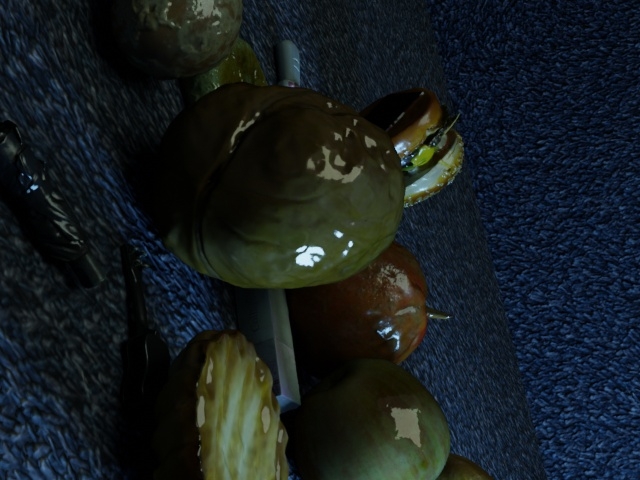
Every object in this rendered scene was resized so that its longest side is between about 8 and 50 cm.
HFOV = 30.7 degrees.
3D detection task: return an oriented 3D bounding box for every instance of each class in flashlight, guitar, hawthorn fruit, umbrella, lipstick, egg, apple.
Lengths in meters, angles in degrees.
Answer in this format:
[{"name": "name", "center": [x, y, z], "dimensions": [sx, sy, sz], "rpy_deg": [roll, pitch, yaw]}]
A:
[{"name": "flashlight", "center": [-0.063, -0.352, 2.497], "dimensions": [0.093, 0.047, 0.200], "rpy_deg": [47, 29, -46]}, {"name": "guitar", "center": [-0.235, 0.117, 1.559], "dimensions": [0.084, 0.038, 0.271], "rpy_deg": [44, 31, -55]}, {"name": "hawthorn fruit", "center": [0.081, 0.107, 2.019], "dimensions": [0.277, 0.298, 0.277], "rpy_deg": [5, 90, -80]}, {"name": "umbrella", "center": [-0.337, -0.036, 1.419], "dimensions": [0.066, 0.059, 0.236], "rpy_deg": [-52, 124, -43]}, {"name": "lipstick", "center": [-0.092, 0.124, 1.894], "dimensions": [0.068, 0.066, 0.317], "rpy_deg": [42, 33, -54]}, {"name": "egg", "center": [-0.228, -0.352, 1.826], "dimensions": [0.203, 0.203, 0.245], "rpy_deg": [65, 30, -11]}, {"name": "apple", "center": [0.073, 0.317, 1.881], "dimensions": [0.234, 0.257, 0.257], "rpy_deg": [52, 21, -6]}]

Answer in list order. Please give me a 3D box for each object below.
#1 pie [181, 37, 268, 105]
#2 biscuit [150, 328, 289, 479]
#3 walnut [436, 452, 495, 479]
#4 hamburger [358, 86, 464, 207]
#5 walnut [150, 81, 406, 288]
[{"name": "pie", "center": [-0.149, -0.233, 2.116], "dimensions": [0.323, 0.070, 0.323], "rpy_deg": [-16, 90, -71]}, {"name": "biscuit", "center": [-0.131, 0.277, 1.519], "dimensions": [0.326, 0.107, 0.326], "rpy_deg": [-10, 90, -76]}, {"name": "walnut", "center": [0.283, 0.540, 2.291], "dimensions": [0.203, 0.203, 0.298], "rpy_deg": [8, 59, -69]}, {"name": "hamburger", "center": [0.197, -0.208, 2.725], "dimensions": [0.225, 0.291, 0.291], "rpy_deg": [54, 23, -23]}, {"name": "walnut", "center": [-0.060, -0.076, 1.766], "dimensions": [0.354, 0.308, 0.398], "rpy_deg": [35, 23, 31]}]
